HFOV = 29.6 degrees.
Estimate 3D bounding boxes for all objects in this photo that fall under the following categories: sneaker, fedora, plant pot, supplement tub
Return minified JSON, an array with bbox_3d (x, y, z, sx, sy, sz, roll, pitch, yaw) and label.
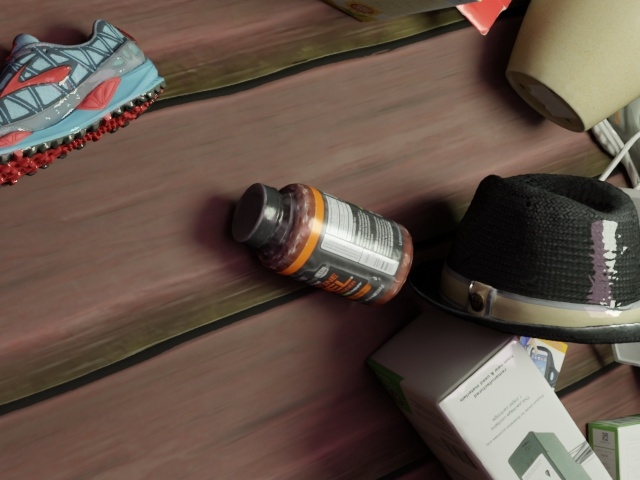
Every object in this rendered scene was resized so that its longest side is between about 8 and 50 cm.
[{"bbox_3d":[0.476,-0.111,1.662,0.271,0.108,0.100,44,66,-24],"label":"sneaker"},{"bbox_3d":[0.261,0.004,1.384,0.334,0.334,0.153,-4,104,-31],"label":"fedora"},{"bbox_3d":[0.369,-0.281,1.542,0.256,0.256,0.274,40,85,-24],"label":"plant pot"},{"bbox_3d":[-0.291,-0.140,1.219,0.261,0.104,0.125,-31,87,-32],"label":"sneaker"},{"bbox_3d":[0.000,0.000,1.370,0.197,0.106,0.106,21,78,-28],"label":"supplement tub"}]

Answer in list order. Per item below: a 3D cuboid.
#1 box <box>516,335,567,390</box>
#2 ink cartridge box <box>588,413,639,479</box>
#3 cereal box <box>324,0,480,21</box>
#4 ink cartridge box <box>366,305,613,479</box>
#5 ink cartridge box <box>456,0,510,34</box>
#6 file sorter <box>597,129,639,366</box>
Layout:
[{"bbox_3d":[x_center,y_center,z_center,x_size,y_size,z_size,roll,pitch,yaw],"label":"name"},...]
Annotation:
[{"bbox_3d":[0.266,0.183,1.569,0.081,0.028,0.136,27,73,-28],"label":"box"},{"bbox_3d":[0.425,0.345,1.639,0.109,0.062,0.209,-3,90,-31],"label":"ink cartridge box"},{"bbox_3d":[0.050,-0.304,1.330,0.173,0.240,0.047,23,82,-29],"label":"cereal box"},{"bbox_3d":[0.209,0.232,1.416,0.121,0.211,0.289,-40,109,-11],"label":"ink cartridge box"},{"bbox_3d":[0.198,-0.376,1.518,0.134,0.078,0.231,42,68,-23],"label":"ink cartridge box"},{"bbox_3d":[0.476,0.016,1.545,0.173,0.192,0.278,-44,128,-35],"label":"file sorter"}]
